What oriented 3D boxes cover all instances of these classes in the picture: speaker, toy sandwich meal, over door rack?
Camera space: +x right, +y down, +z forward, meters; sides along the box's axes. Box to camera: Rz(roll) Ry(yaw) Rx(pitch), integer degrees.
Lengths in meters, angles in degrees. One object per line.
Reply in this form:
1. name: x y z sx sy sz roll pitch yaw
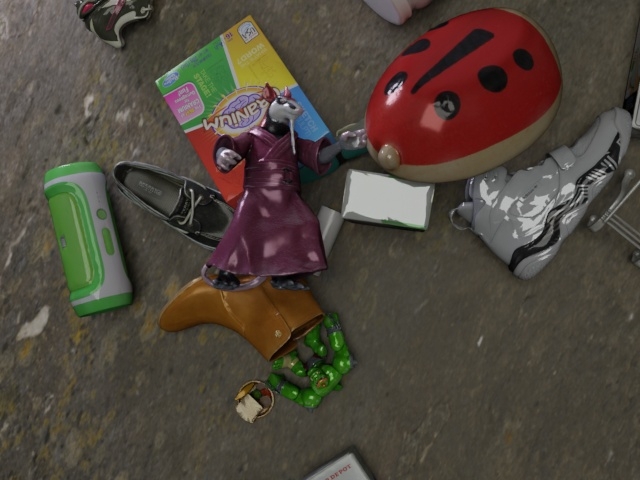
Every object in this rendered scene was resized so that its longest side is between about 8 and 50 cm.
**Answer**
1. speaker: 0.000 0.000 1.396 0.055 0.055 0.136 24 90 7
2. speaker: -0.469 -0.001 1.417 0.131 0.131 0.296 -15 86 6
3. toy sandwich meal: -0.135 0.323 1.411 0.086 0.029 0.085 0 88 7
4. over door rack: 0.684 -0.078 1.266 0.239 0.108 0.324 37 113 -1

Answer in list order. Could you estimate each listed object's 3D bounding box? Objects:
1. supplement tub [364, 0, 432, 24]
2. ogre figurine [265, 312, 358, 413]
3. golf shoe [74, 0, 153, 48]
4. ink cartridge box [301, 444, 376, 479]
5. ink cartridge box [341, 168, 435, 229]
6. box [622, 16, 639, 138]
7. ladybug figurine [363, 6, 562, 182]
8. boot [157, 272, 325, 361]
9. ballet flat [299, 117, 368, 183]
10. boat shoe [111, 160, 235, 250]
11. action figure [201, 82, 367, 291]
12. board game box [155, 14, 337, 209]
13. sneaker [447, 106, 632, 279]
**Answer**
1. supplement tub: 0.189 -0.569 1.330 0.191 0.191 0.272 44 93 7
2. ogre figurine: -0.008 0.246 1.372 0.197 0.097 0.118 -41 65 -11
3. golf shoe: -0.377 -0.525 1.454 0.273 0.105 0.120 -43 99 9
4. ink cartridge box: 0.058 0.507 1.358 0.127 0.072 0.175 -33 84 5
5. ink cartridge box: 0.127 -0.069 1.307 0.154 0.212 0.093 8 92 6
6. box: 0.679 -0.331 1.315 0.169 0.087 0.290 10 89 7
7. ladybug figurine: 0.253 -0.272 1.235 0.305 0.162 0.449 29 57 28
8. boot: -0.155 0.153 1.356 0.295 0.104 0.211 -33 61 -3
9. ballet flat: 0.030 -0.183 1.404 0.213 0.072 0.068 -26 58 4
10. boat shoe: -0.269 -0.062 1.398 0.335 0.119 0.121 21 90 7
11. action figure: -0.074 -0.094 1.246 0.248 0.276 0.370 6 79 -14
12. board game box: -0.151 -0.254 1.386 0.242 0.064 0.316 -34 71 4
13. sneaker: 0.406 -0.125 1.312 0.210 0.137 0.366 34 95 4
